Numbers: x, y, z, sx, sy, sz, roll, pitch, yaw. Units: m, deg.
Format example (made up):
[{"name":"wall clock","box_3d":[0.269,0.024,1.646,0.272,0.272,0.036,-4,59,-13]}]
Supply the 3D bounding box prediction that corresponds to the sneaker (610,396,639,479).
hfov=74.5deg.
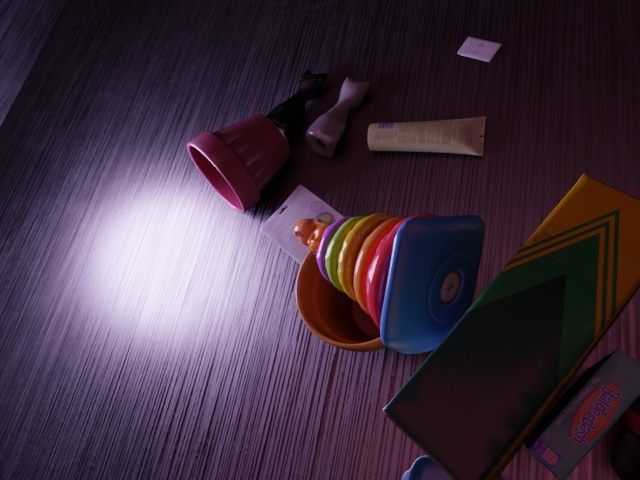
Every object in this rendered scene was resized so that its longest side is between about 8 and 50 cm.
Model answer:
[{"name":"sneaker","box_3d":[0.501,0.314,0.518,0.276,0.098,0.135,26,102,17]}]

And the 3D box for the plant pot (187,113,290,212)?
[{"name":"plant pot","box_3d":[-0.179,-0.196,0.998,0.180,0.201,0.201,-41,57,-16]}]

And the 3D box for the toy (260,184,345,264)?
[{"name":"toy","box_3d":[0.000,0.000,0.901,0.237,0.056,0.137,38,83,27]}]

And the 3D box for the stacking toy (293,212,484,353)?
[{"name":"stacking toy","box_3d":[0.057,0.020,0.600,0.302,0.175,0.165,21,109,46]}]

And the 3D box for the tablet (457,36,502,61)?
[{"name":"tablet","box_3d":[0.362,-0.438,0.961,0.083,0.006,0.054,33,83,31]}]

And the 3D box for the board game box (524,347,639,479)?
[{"name":"board game box","box_3d":[0.340,0.230,0.556,0.160,0.210,0.047,-48,58,-1]}]

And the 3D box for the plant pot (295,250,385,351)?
[{"name":"plant pot","box_3d":[0.088,0.100,0.739,0.205,0.188,0.204,-10,64,21]}]

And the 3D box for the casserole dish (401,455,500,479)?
[{"name":"casserole dish","box_3d":[0.216,0.404,0.638,0.189,0.037,0.114,9,72,28]}]

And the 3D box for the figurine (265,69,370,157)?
[{"name":"figurine","box_3d":[-0.003,-0.326,1.032,0.215,0.092,0.209,22,74,29]}]

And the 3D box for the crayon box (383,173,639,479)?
[{"name":"crayon box","box_3d":[0.249,0.150,0.523,0.313,0.363,0.106,-47,56,-9]}]

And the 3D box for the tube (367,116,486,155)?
[{"name":"tube","box_3d":[0.224,-0.221,0.902,0.241,0.062,0.069,3,113,20]}]
